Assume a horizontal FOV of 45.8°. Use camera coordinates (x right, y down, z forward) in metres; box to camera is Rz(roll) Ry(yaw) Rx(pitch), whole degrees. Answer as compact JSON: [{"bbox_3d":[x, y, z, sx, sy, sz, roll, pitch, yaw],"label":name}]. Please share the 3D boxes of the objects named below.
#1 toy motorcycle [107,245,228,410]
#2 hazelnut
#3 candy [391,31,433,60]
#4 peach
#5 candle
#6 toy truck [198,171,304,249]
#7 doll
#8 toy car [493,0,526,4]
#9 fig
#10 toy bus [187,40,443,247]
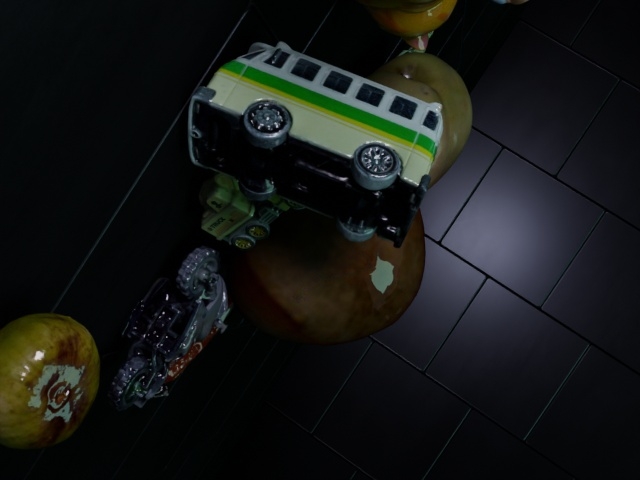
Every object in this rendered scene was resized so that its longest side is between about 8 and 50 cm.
[{"bbox_3d":[-0.223,0.134,1.148,0.270,0.106,0.159,-59,165,-5],"label":"toy motorcycle"},{"bbox_3d":[0.003,0.003,1.257,0.366,0.366,0.366,-54,171,-13],"label":"hazelnut"},{"bbox_3d":[0.230,-0.452,1.615,0.091,0.083,0.305,19,96,-63],"label":"candy"},{"bbox_3d":[0.163,-0.213,1.475,0.292,0.247,0.292,12,90,-74],"label":"peach"},{"bbox_3d":[-0.236,0.183,1.386,0.302,0.059,0.084,-50,157,-43],"label":"candle"},{"bbox_3d":[-0.099,-0.070,1.021,0.191,0.116,0.085,-35,-142,42],"label":"toy truck"},{"bbox_3d":[0.122,-0.373,1.014,0.269,0.162,0.167,142,-32,-87],"label":"doll"},{"bbox_3d":[0.478,-0.672,1.798,0.212,0.180,0.270,-46,171,3],"label":"toy car"},{"bbox_3d":[-0.288,0.143,0.769,0.136,0.121,0.153,-42,165,-40],"label":"fig"},{"bbox_3d":[-0.001,-0.121,0.886,0.134,0.276,0.165,107,8,-57],"label":"toy bus"}]
